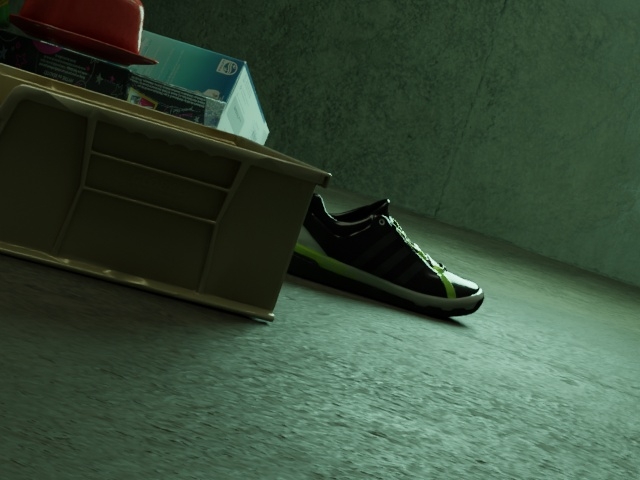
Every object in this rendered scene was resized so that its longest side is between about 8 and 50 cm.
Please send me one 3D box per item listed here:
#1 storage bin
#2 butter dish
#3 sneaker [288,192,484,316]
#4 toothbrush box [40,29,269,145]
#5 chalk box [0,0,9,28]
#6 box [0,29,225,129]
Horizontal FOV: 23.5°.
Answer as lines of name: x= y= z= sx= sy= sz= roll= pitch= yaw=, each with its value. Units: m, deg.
storage bin: x=-0.166 y=-0.049 z=1.227 sx=0.260 sy=0.123 sz=0.262 roll=16 pitch=5 yaw=-20
butter dish: x=-0.273 y=-0.279 z=1.817 sx=0.160 sy=0.118 sz=0.160 roll=15 pitch=5 yaw=-31
sneaker: x=0.068 y=0.009 z=1.559 sx=0.234 sy=0.097 sz=0.084 roll=16 pitch=5 yaw=-17
toothbrush box: x=-0.243 y=-0.194 z=2.194 sx=0.295 sy=0.126 sz=0.216 roll=17 pitch=-20 yaw=15
chalk box: x=-0.482 y=-0.313 z=1.784 sx=0.213 sy=0.132 sz=0.132 roll=-5 pitch=16 yaw=-26
box: x=-0.261 y=-0.136 z=1.785 sx=0.247 sy=0.142 sz=0.163 roll=21 pitch=5 yaw=40
